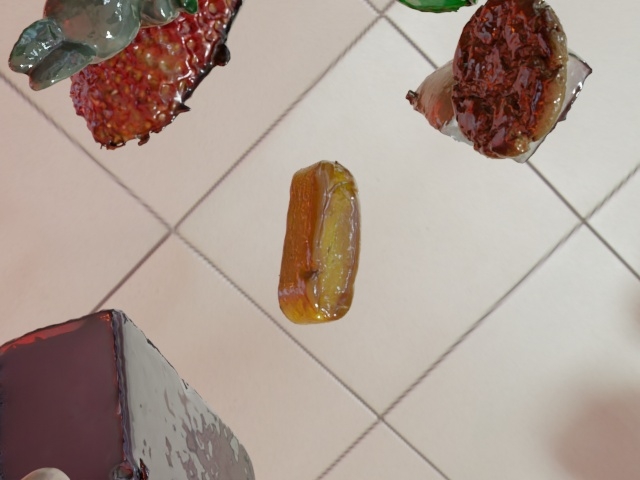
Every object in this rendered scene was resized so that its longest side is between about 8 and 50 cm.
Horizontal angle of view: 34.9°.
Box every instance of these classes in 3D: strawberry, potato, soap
[{"bbox_3d":[-0.209,-0.269,1.219,0.233,0.138,0.306,-2,63,20],"label":"strawberry"},{"bbox_3d":[0.248,-0.261,1.595,0.211,0.264,0.189,15,108,-32],"label":"potato"},{"bbox_3d":[-0.113,0.240,0.714,0.107,0.296,0.285,-18,142,8],"label":"soap"}]

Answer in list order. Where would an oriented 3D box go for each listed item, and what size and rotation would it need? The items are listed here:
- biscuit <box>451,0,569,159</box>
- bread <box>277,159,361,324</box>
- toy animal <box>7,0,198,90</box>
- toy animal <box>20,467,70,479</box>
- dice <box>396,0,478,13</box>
[{"bbox_3d":[0.228,-0.206,1.266,0.042,0.226,0.226,3,104,-27],"label":"biscuit"},{"bbox_3d":[0.000,0.000,1.465,0.102,0.094,0.245,28,60,-44],"label":"bread"},{"bbox_3d":[-0.203,-0.229,0.949,0.127,0.125,0.251,25,67,27],"label":"toy animal"},{"bbox_3d":[-0.107,0.150,0.248,0.171,0.198,0.171,-2,101,-11],"label":"toy animal"},{"bbox_3d":[0.174,-0.412,1.492,0.128,0.131,0.120,6,77,12],"label":"dice"}]
